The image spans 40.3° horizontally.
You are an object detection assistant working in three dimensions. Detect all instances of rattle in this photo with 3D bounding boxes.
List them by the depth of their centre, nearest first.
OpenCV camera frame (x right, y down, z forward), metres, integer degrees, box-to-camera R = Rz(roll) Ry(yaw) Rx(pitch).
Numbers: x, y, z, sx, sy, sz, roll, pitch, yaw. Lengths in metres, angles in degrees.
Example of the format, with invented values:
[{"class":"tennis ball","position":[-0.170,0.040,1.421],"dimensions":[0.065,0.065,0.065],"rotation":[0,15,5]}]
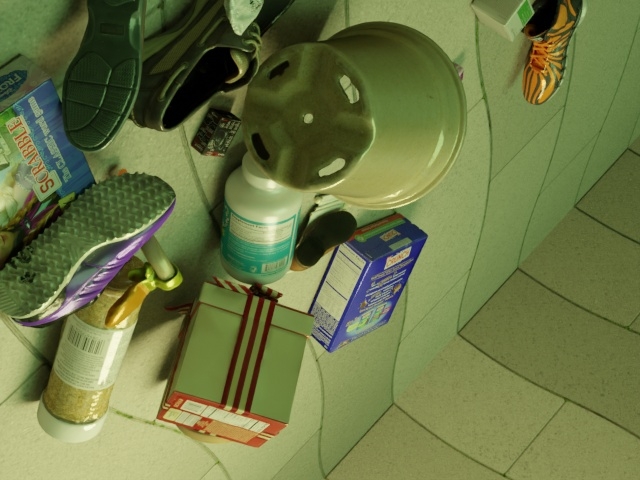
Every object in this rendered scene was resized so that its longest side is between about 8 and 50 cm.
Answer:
[{"class":"rattle","position":[-0.314,0.009,1.363],"dimensions":[0.143,0.199,0.130],"rotation":[-31,-172,5]}]

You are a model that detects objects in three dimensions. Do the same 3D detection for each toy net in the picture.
[{"class":"toy net","position":[-0.092,-0.401,1.229],"dimensions":[0.122,0.045,0.232],"rotation":[14,92,-61]}]

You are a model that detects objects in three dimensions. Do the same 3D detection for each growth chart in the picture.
[{"class":"growth chart","position":[-0.005,-0.020,2.028],"dimensions":[0.172,0.021,0.237],"rotation":[-10,132,-57]}]

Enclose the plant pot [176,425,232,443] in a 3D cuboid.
[{"class":"plant pot","position":[-0.213,0.303,1.856],"dimensions":[0.237,0.237,0.109],"rotation":[-36,144,-31]}]

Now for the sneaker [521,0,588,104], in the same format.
[{"class":"sneaker","position":[0.572,-0.506,2.282],"dimensions":[0.180,0.125,0.321],"rotation":[-17,128,-46]}]

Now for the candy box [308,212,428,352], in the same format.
[{"class":"candy box","position":[0.119,0.110,2.302],"dimensions":[0.268,0.122,0.317],"rotation":[-20,142,-48]}]

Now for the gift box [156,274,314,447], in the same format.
[{"class":"gift box","position":[-0.178,0.220,1.675],"dimensions":[0.255,0.276,0.258],"rotation":[-44,-152,57]}]

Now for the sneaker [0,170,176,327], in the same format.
[{"class":"sneaker","position":[-0.333,0.021,1.274],"dimensions":[0.293,0.102,0.146],"rotation":[-40,161,-17]}]

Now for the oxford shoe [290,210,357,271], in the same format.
[{"class":"oxford shoe","position":[0.000,0.000,1.981],"dimensions":[0.212,0.076,0.076],"rotation":[-37,180,-36]}]

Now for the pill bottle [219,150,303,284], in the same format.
[{"class":"pill bottle","position":[-0.112,-0.049,1.649],"dimensions":[0.146,0.146,0.264],"rotation":[-33,150,-36]}]

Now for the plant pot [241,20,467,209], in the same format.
[{"class":"plant pot","position":[0.037,-0.202,1.421],"dimensions":[0.334,0.334,0.305],"rotation":[-61,162,19]}]

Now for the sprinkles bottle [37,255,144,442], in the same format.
[{"class":"sprinkles bottle","position":[-0.393,0.186,1.506],"dimensions":[0.121,0.121,0.355],"rotation":[-18,139,-51]}]

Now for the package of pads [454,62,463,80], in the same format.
[{"class":"package of pads","position":[0.302,-0.375,2.066],"dimensions":[0.083,0.032,0.050],"rotation":[-43,157,-18]}]

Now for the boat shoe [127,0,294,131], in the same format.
[{"class":"boat shoe","position":[-0.146,-0.278,1.291],"dimensions":[0.355,0.130,0.132],"rotation":[-45,155,-15]}]

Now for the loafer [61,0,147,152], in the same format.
[{"class":"loafer","position":[-0.263,-0.245,1.125],"dimensions":[0.084,0.096,0.267],"rotation":[-63,168,-78]}]

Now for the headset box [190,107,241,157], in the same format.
[{"class":"headset box","position":[-0.179,-0.179,1.490],"dimensions":[0.062,0.032,0.083],"rotation":[0,125,-60]}]

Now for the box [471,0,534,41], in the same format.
[{"class":"box","position":[0.412,-0.523,1.969],"dimensions":[0.087,0.102,0.101],"rotation":[-53,157,6]}]

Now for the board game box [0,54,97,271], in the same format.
[{"class":"board game box","position":[-0.455,-0.036,1.162],"dimensions":[0.318,0.066,0.318],"rotation":[-42,154,-21]}]
